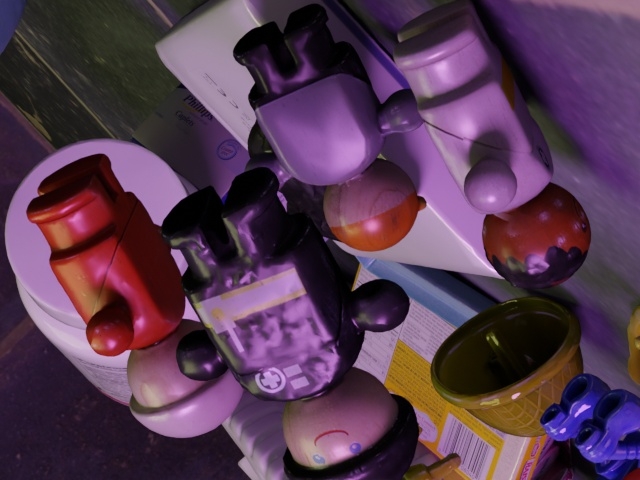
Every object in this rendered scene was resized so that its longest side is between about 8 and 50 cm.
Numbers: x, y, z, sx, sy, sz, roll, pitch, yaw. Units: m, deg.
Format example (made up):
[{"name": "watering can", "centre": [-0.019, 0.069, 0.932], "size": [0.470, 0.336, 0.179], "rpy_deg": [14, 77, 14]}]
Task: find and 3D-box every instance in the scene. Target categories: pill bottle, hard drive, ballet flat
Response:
[{"name": "pill bottle", "centre": [-0.147, 0.030, 1.293], "size": [0.160, 0.160, 0.283], "rpy_deg": [42, 170, 15]}, {"name": "hard drive", "centre": [0.003, -0.068, 1.016], "size": [0.210, 0.040, 0.318], "rpy_deg": [46, 171, -11]}, {"name": "ballet flat", "centre": [0.004, -0.034, 0.933], "size": [0.057, 0.049, 0.173], "rpy_deg": [12, 165, 18]}]

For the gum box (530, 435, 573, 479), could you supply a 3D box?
[{"name": "gum box", "centre": [0.144, 0.158, 1.344], "size": [0.107, 0.062, 0.188], "rpy_deg": [41, 170, 21]}]

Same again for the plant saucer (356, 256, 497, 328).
[{"name": "plant saucer", "centre": [0.084, 0.036, 1.184], "size": [0.192, 0.018, 0.067], "rpy_deg": [34, 167, 43]}]

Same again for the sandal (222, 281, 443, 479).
[{"name": "sandal", "centre": [-0.003, 0.158, 1.402], "size": [0.416, 0.169, 0.102], "rpy_deg": [-113, 6, -64]}]

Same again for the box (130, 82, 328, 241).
[{"name": "box", "centre": [-0.074, -0.045, 1.376], "size": [0.126, 0.072, 0.137], "rpy_deg": [37, 168, 37]}]

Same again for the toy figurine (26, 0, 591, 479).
[{"name": "toy figurine", "centre": [0.000, 0.000, 0.747], "size": [0.213, 0.209, 0.148], "rpy_deg": [6, 130, 54]}]

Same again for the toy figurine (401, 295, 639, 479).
[{"name": "toy figurine", "centre": [0.179, 0.173, 0.891], "size": [0.217, 0.191, 0.362], "rpy_deg": [42, 174, -17]}]

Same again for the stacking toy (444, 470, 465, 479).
[{"name": "stacking toy", "centre": [0.215, 0.315, 1.283], "size": [0.279, 0.130, 0.309], "rpy_deg": [39, 165, -27]}]

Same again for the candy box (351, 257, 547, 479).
[{"name": "candy box", "centre": [0.089, 0.101, 1.243], "size": [0.027, 0.105, 0.206], "rpy_deg": [-4, -149, -43]}]

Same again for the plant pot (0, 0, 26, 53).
[{"name": "plant pot", "centre": [-0.324, -0.236, 0.997], "size": [0.293, 0.293, 0.235], "rpy_deg": [43, 158, 10]}]
